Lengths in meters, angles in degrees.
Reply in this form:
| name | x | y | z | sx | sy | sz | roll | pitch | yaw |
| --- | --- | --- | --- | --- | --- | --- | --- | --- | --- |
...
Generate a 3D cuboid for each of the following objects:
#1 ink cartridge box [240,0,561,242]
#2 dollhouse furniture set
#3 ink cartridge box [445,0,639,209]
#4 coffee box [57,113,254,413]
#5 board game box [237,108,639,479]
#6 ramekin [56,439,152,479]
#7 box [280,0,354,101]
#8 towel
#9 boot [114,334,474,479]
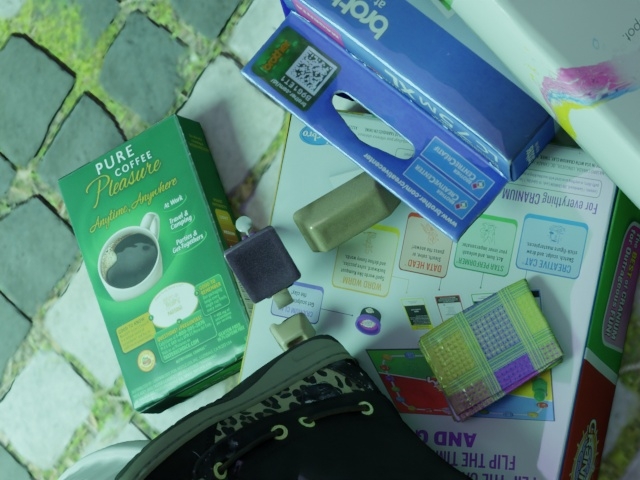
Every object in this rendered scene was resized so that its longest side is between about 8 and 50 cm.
| name | x | y | z | sx | sy | sz | roll | pitch | yaw |
| --- | --- | --- | --- | --- | --- | --- | --- | --- | --- |
| ink cartridge box | 0.111 | -0.173 | 1.101 | 0.186 | 0.065 | 0.311 | 39 | 89 | 12 |
| dollhouse furniture set | 0.000 | 0.000 | 1.167 | 0.114 | 0.091 | 0.081 | -30 | 27 | 0 |
| ink cartridge box | 0.222 | -0.123 | 0.998 | 0.207 | 0.119 | 0.353 | -42 | 90 | -3 |
| coffee box | -0.107 | 0.016 | 1.281 | 0.113 | 0.040 | 0.184 | -29 | 72 | 23 |
| board game box | 0.065 | 0.085 | 1.163 | 0.242 | 0.064 | 0.316 | 12 | 90 | 30 |
| ramekin | -0.124 | 0.273 | 1.163 | 0.273 | 0.127 | 0.272 | 13 | 110 | 37 |
| box | 0.044 | -0.179 | 1.201 | 0.137 | 0.072 | 0.126 | -24 | 73 | 25 |
| towel | 0.102 | 0.067 | 1.101 | 0.083 | 0.009 | 0.060 | -34 | 69 | 21 |
| boot | -0.012 | 0.170 | 1.049 | 0.178 | 0.236 | 0.085 | 38 | 143 | 23 |
